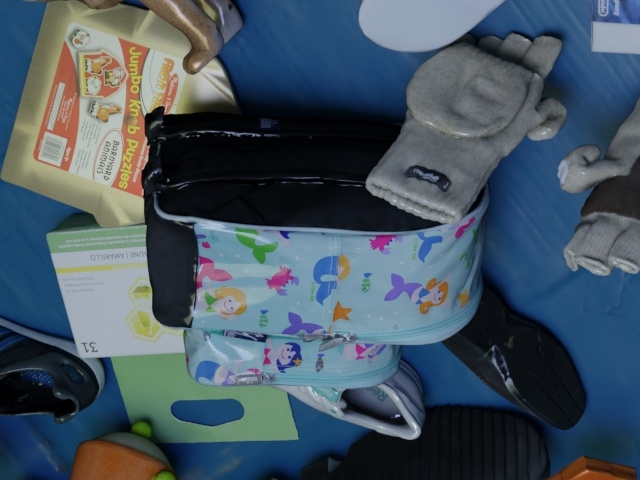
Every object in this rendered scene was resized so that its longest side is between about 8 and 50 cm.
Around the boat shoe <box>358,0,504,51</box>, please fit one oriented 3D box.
[{"bbox_3d":[0.138,-0.237,1.113,0.108,0.102,0.301,22,146,-29],"label":"boat shoe"}]

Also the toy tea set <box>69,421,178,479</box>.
[{"bbox_3d":[-0.262,0.217,1.513,0.336,0.124,0.200,15,156,11],"label":"toy tea set"}]

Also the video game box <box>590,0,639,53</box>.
[{"bbox_3d":[0.282,-0.225,1.122,0.187,0.048,0.205,4,116,17],"label":"video game box"}]

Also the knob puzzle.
[{"bbox_3d":[-0.149,-0.101,1.343,0.213,0.030,0.213,2,102,9],"label":"knob puzzle"}]

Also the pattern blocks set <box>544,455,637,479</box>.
[{"bbox_3d":[0.241,0.276,1.334,0.324,0.026,0.285,-4,128,2],"label":"pattern blocks set"}]

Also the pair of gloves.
[{"bbox_3d":[0.172,-0.063,1.158,0.240,0.204,0.042,17,142,10],"label":"pair of gloves"}]

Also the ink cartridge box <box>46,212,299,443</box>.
[{"bbox_3d":[-0.126,0.086,1.420,0.171,0.056,0.235,-4,111,21],"label":"ink cartridge box"}]

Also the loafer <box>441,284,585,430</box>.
[{"bbox_3d":[0.147,0.090,1.327,0.170,0.062,0.061,46,160,-13],"label":"loafer"}]

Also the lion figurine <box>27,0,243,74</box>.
[{"bbox_3d":[-0.095,-0.273,1.185,0.392,0.142,0.240,-34,102,28],"label":"lion figurine"}]

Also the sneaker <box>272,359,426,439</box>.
[{"bbox_3d":[-0.006,0.103,1.330,0.212,0.094,0.080,23,105,-11],"label":"sneaker"}]

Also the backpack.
[{"bbox_3d":[0.000,0.000,1.225,0.253,0.225,0.191,-4,116,-3],"label":"backpack"}]

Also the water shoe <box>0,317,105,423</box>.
[{"bbox_3d":[-0.298,0.115,1.480,0.203,0.080,0.073,7,116,17],"label":"water shoe"}]

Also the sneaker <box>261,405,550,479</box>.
[{"bbox_3d":[0.065,0.249,1.405,0.330,0.122,0.146,-22,123,27],"label":"sneaker"}]
